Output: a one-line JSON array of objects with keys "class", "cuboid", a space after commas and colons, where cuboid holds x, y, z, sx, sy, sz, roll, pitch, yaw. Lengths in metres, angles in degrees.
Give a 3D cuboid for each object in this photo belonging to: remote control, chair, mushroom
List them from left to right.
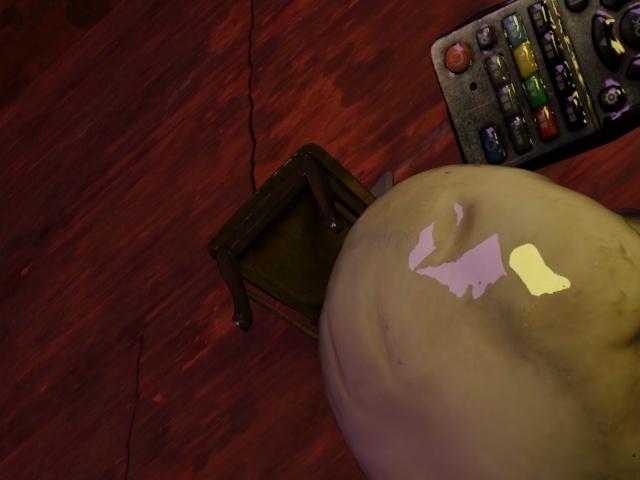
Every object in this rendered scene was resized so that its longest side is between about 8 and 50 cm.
[{"class": "chair", "cuboid": [0.000, 0.000, 1.719, 0.160, 0.186, 0.319, -47, 26, 15]}, {"class": "mushroom", "cuboid": [0.131, 0.090, 1.241, 0.315, 0.315, 0.356, -46, 9, 5]}, {"class": "remote control", "cuboid": [0.260, -0.166, 1.208, 0.399, 0.062, 0.144, -23, 79, 33]}]
